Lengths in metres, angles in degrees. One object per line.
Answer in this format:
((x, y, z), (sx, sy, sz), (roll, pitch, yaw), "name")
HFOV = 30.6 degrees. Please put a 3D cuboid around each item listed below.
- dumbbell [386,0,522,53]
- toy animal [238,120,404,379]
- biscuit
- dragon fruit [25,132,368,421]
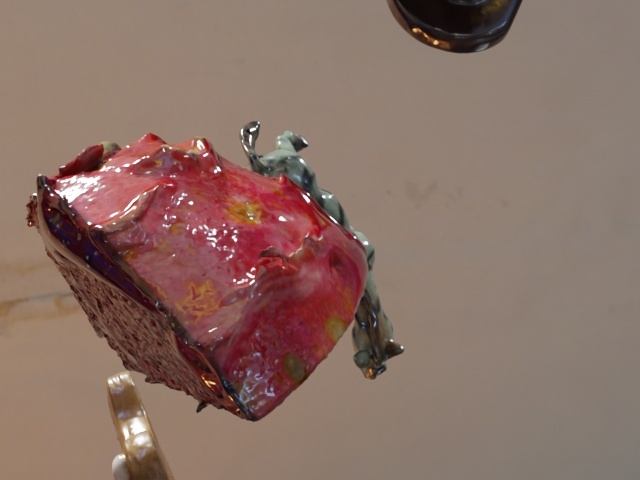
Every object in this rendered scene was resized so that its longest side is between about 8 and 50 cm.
((0.134, -0.266, 0.994), (0.124, 0.225, 0.140), (23, -110, 2), "dumbbell")
((0.003, 0.003, 1.087), (0.090, 0.170, 0.255), (-38, -93, 3), "toy animal")
((-0.127, 0.238, 0.959), (0.049, 0.324, 0.205), (-22, -62, -12), "biscuit")
((-0.075, 0.014, 0.700), (0.189, 0.262, 0.163), (-10, -88, -26), "dragon fruit")
